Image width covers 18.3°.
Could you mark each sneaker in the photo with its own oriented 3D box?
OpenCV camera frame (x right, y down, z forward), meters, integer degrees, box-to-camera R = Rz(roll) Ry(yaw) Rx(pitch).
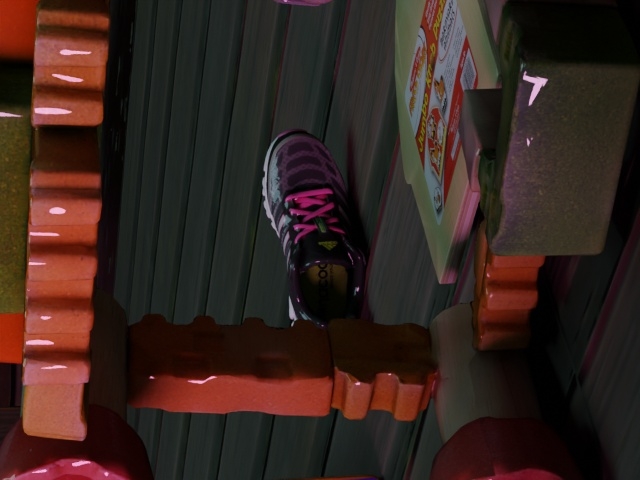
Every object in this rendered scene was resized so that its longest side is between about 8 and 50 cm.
[{"bbox_3d":[0.000,0.000,1.432,0.075,0.063,0.170,151,111,-77],"label":"sneaker"}]

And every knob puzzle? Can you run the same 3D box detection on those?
[{"bbox_3d":[0.076,-0.102,1.121,0.213,0.030,0.213,177,90,-79],"label":"knob puzzle"}]

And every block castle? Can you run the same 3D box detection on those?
[{"bbox_3d":[-0.002,-0.038,0.857,0.213,0.303,0.453,-97,11,-52],"label":"block castle"}]

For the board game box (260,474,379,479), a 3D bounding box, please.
[{"bbox_3d":[-0.145,0.392,1.464,0.356,0.356,0.356,119,147,-68],"label":"board game box"}]
